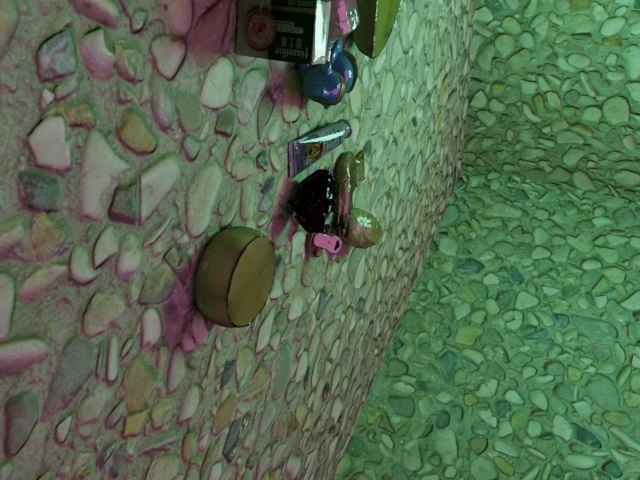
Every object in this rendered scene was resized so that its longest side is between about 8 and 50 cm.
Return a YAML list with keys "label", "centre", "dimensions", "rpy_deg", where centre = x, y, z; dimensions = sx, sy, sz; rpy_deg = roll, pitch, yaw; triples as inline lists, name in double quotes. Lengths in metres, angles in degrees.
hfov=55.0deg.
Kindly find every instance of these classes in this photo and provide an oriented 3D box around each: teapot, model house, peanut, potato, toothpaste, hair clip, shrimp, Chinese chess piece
- label: "teapot"
  centre: [-0.022, -0.599, 1.549]
  dimensions: [0.163, 0.221, 0.178]
  rpy_deg: [-113, -175, -52]
- label: "model house"
  centre: [-0.008, -0.102, 1.877]
  dimensions: [0.203, 0.141, 0.164]
  rpy_deg: [42, 44, -63]
- label: "peanut"
  centre: [0.155, -0.041, 2.348]
  dimensions: [0.313, 0.152, 0.152]
  rpy_deg: [25, 81, -71]
- label: "potato"
  centre: [0.154, -0.712, 1.935]
  dimensions: [0.269, 0.112, 0.255]
  rpy_deg: [-16, 123, -63]
- label: "toothpaste"
  centre: [-0.006, -0.294, 1.874]
  dimensions: [0.299, 0.073, 0.114]
  rpy_deg: [-40, 140, -45]
- label: "hair clip"
  centre: [-0.007, -0.002, 2.112]
  dimensions: [0.138, 0.102, 0.123]
  rpy_deg: [12, 92, -37]
- label: "shrimp"
  centre: [0.090, -0.159, 2.177]
  dimensions: [0.168, 0.077, 0.318]
  rpy_deg: [13, 84, -69]
- label: "Chinese chess piece"
  centre: [-0.209, 0.092, 1.546]
  dimensions: [0.257, 0.104, 0.258]
  rpy_deg: [15, 90, -70]

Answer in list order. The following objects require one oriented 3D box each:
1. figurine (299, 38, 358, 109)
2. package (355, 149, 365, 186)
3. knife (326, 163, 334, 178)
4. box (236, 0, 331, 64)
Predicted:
- label: "figurine"
  centre: [0.023, -0.462, 1.698]
  dimensions: [0.262, 0.153, 0.180]
  rpy_deg: [-50, 125, -75]
- label: "package"
  centre: [0.142, -0.267, 2.314]
  dimensions: [0.108, 0.031, 0.121]
  rpy_deg: [-50, 143, -50]
- label: "knife"
  centre: [0.006, -0.174, 2.033]
  dimensions: [0.166, 0.022, 0.078]
  rpy_deg: [-61, 148, -35]
- label: "box"
  centre: [-0.083, -0.466, 1.353]
  dimensions: [0.081, 0.198, 0.135]
  rpy_deg: [-30, 129, -59]
